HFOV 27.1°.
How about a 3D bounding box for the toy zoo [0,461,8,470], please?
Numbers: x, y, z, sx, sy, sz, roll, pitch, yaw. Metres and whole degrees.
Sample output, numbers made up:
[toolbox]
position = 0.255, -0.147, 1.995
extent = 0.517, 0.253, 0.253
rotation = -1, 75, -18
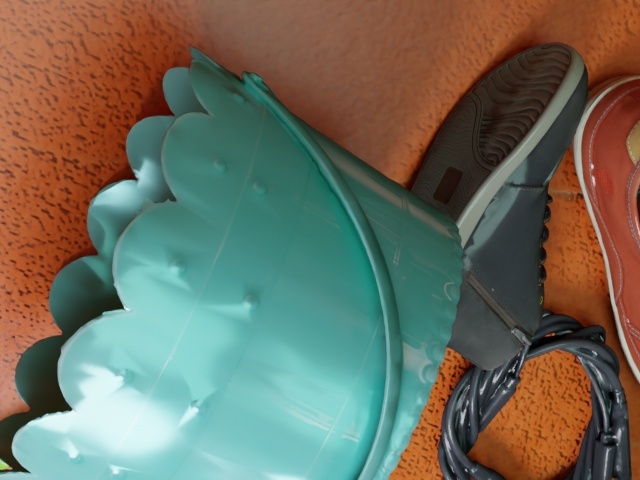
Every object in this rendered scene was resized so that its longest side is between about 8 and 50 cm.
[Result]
[toy zoo]
position = -0.097, 0.180, 0.937
extent = 0.293, 0.030, 0.192
rotation = -23, 112, -7

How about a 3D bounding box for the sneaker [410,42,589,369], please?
[sneaker]
position = 0.130, -0.022, 0.919
extent = 0.118, 0.083, 0.222
rotation = 30, 96, -36

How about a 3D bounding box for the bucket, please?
[bucket]
position = -0.056, 0.052, 0.767
extent = 0.183, 0.281, 0.281
rotation = 25, 100, -13

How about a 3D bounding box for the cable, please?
[cable]
position = 0.158, 0.136, 0.992
extent = 0.150, 0.047, 0.185
rotation = -11, 113, -6

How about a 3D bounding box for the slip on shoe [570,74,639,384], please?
[slip on shoe]
position = 0.276, 0.037, 0.957
extent = 0.123, 0.101, 0.331
rotation = -29, 114, -7
